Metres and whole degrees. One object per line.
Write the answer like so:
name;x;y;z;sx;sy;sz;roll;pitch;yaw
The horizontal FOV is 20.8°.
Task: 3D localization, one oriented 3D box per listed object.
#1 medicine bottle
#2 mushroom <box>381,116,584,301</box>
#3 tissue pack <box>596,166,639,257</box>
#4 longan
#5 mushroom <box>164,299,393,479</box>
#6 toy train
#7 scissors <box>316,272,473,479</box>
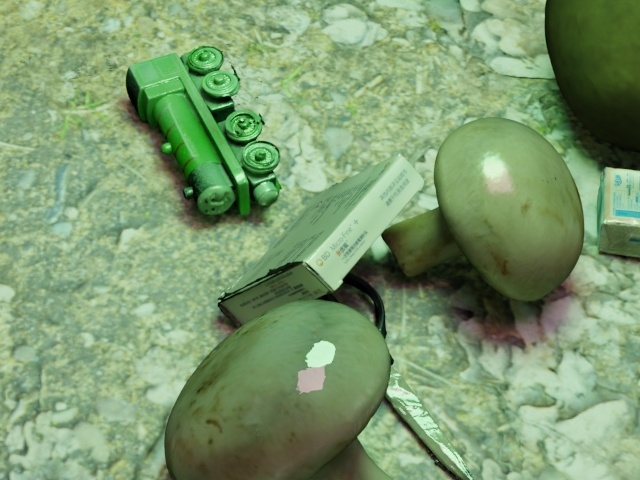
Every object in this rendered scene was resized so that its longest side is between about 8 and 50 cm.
medicine bottle;0.000;0.000;1.843;0.052;0.171;0.201;51;50;-12
mushroom;0.172;-0.021;1.893;0.215;0.207;0.207;-24;46;18
tissue pack;0.351;-0.031;1.985;0.074;0.058;0.094;8;47;4
longan;0.404;-0.245;2.053;0.297;0.297;0.297;4;47;-4
mushroom;-0.018;0.185;1.664;0.243;0.243;0.243;4;47;-4
toy train;-0.132;-0.125;1.998;0.119;0.085;0.251;-17;50;-15
scissors;0.070;0.144;1.816;0.109;0.022;0.300;-25;56;-22
